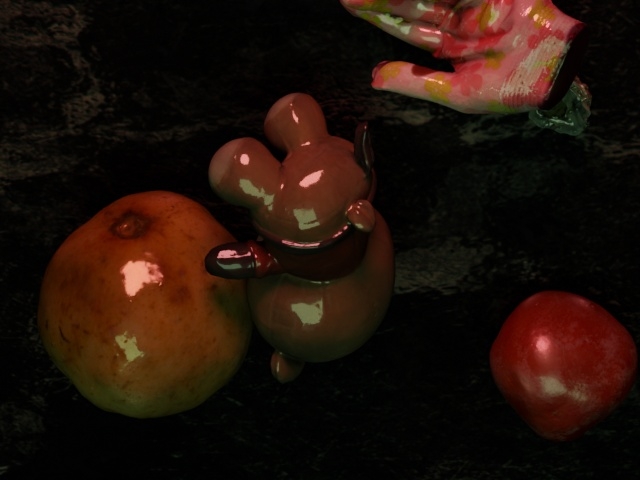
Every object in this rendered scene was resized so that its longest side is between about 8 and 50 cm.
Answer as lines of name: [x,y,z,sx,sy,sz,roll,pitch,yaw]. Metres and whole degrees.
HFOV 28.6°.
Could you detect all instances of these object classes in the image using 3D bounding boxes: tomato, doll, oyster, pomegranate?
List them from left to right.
pomegranate: [-0.197,0.079,1.460,0.260,0.260,0.260,4,131,5]
doll: [0.000,0.000,1.382,0.174,0.235,0.330,25,148,27]
oyster: [0.250,-0.158,1.342,0.098,0.037,0.100,28,152,8]
tomato: [0.288,0.157,1.529,0.187,0.151,0.187,8,135,8]

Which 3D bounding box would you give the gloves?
gloves: [0.136,-0.212,1.255,0.241,0.126,0.145,29,141,21]
